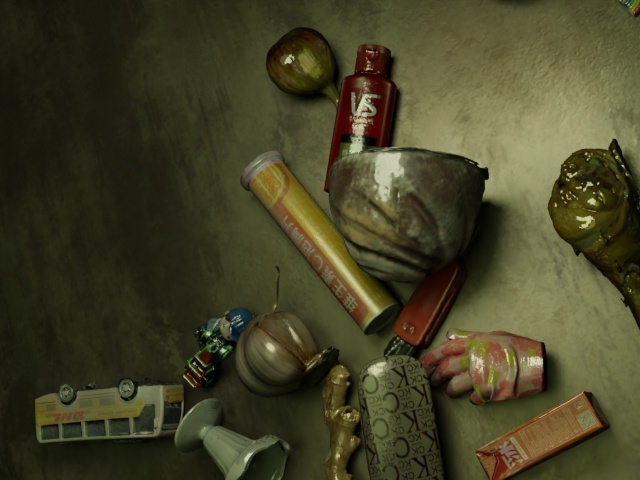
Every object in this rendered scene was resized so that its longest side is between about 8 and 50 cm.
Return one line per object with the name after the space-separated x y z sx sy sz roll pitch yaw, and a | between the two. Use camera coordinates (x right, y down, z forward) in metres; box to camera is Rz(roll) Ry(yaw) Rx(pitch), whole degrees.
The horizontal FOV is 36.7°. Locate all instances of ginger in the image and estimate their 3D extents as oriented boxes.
0.045 0.386 1.870 0.089 0.075 0.288 -13 71 20 | ginger

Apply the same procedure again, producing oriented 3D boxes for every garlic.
-0.053 0.192 1.898 0.207 0.207 0.256 16 88 26 | garlic

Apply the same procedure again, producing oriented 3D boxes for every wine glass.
-0.177 0.415 1.916 0.196 0.165 0.165 34 95 31 | wine glass

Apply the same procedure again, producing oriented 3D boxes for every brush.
0.223 0.106 1.854 0.070 0.051 0.323 36 98 33 | brush

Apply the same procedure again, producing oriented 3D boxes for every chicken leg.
0.533 0.032 1.678 0.153 0.201 0.429 -40 70 44 | chicken leg

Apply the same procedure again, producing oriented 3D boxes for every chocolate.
0.157 -0.030 1.760 0.303 0.303 0.212 -1 76 24 | chocolate

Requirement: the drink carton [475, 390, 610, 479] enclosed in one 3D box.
0.391 0.349 1.701 0.223 0.096 0.071 -32 69 15 | drink carton

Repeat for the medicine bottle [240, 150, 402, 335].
0.000 0.000 1.942 0.108 0.108 0.426 -44 67 11 | medicine bottle

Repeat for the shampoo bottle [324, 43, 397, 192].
0.087 -0.239 1.963 0.118 0.076 0.314 8 83 17 | shampoo bottle

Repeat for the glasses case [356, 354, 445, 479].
0.151 0.387 1.766 0.137 0.085 0.354 -8 84 1 | glasses case

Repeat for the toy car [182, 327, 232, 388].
-0.236 0.247 1.995 0.073 0.054 0.143 45 133 14 | toy car

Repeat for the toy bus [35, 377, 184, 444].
-0.459 0.368 2.080 0.343 0.097 0.138 -7 79 23 | toy bus

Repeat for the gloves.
0.288 0.228 1.762 0.241 0.126 0.145 -4 81 17 | gloves

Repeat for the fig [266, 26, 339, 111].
-0.007 -0.325 2.010 0.149 0.149 0.245 -39 89 13 | fig

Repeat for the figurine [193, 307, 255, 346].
-0.194 0.186 2.023 0.136 0.079 0.077 -15 101 42 | figurine

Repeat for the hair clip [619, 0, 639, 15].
0.554 -0.509 1.831 0.060 0.033 0.188 -41 67 11 | hair clip
